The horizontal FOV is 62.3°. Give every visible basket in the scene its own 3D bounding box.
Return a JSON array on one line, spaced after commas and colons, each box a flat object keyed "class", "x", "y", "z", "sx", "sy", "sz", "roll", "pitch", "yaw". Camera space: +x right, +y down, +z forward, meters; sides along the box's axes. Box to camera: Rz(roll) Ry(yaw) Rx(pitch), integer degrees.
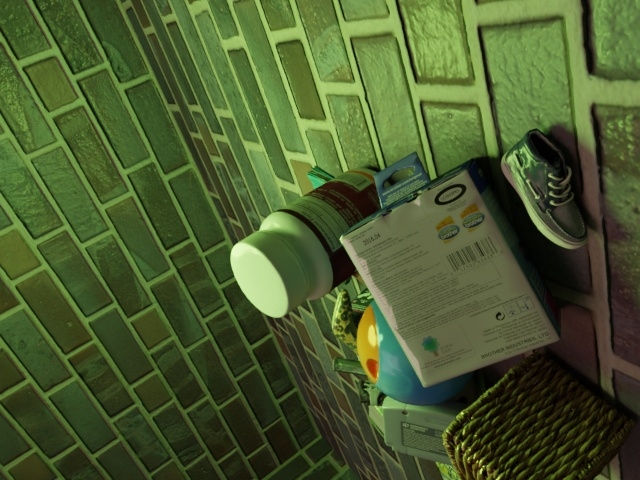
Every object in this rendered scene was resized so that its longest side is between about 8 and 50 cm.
[{"class": "basket", "x": 0.414, "y": 0.410, "z": 1.044, "sx": 0.223, "sy": 0.299, "sz": 0.213, "roll": 40, "pitch": 154, "yaw": 37}]

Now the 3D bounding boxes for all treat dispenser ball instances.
[{"class": "treat dispenser ball", "x": 0.229, "y": 0.240, "z": 1.248, "sx": 0.288, "sy": 0.288, "sz": 0.288, "roll": 48, "pitch": 157, "yaw": 28}]

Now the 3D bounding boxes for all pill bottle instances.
[{"class": "pill bottle", "x": 0.000, "y": 0.000, "z": 1.245, "sx": 0.224, "sy": 0.392, "sz": 0.224, "roll": 31, "pitch": 138, "yaw": 32}]

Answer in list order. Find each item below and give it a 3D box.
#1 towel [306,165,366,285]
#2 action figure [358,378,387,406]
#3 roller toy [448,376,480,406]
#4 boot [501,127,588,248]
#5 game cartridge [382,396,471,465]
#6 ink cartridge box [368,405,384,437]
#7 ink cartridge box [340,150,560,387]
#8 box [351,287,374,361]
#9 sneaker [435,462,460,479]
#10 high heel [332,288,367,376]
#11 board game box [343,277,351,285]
[{"class": "towel", "x": 0.078, "y": -0.023, "z": 1.599, "sx": 0.271, "sy": 0.040, "sz": 0.370, "roll": 38, "pitch": 151, "yaw": 47}, {"class": "action figure", "x": 0.263, "y": 0.470, "z": 1.595, "sx": 0.185, "sy": 0.285, "sz": 0.099, "roll": 9, "pitch": -99, "yaw": -70}, {"class": "roller toy", "x": 0.321, "y": 0.412, "z": 1.412, "sx": 0.191, "sy": 0.209, "sz": 0.146, "roll": -2, "pitch": 121, "yaw": 39}, {"class": "boot", "x": 0.357, "y": -0.078, "z": 0.815, "sx": 0.190, "sy": 0.069, "sz": 0.086, "roll": 56, "pitch": 163, "yaw": 14}, {"class": "game cartridge", "x": 0.303, "y": 0.473, "z": 1.306, "sx": 0.297, "sy": 0.062, "sz": 0.198, "roll": 7, "pitch": 122, "yaw": 21}, {"class": "ink cartridge box", "x": 0.272, "y": 0.761, "z": 2.229, "sx": 0.171, "sy": 0.056, "sz": 0.235, "roll": 45, "pitch": 159, "yaw": 35}, {"class": "ink cartridge box", "x": 0.226, "y": 0.034, "z": 0.981, "sx": 0.270, "sy": 0.151, "sz": 0.395, "roll": -29, "pitch": 94, "yaw": 26}, {"class": "box", "x": 0.187, "y": 0.288, "z": 1.581, "sx": 0.163, "sy": 0.142, "sz": 0.247, "roll": 6, "pitch": 125, "yaw": 48}, {"class": "sneaker", "x": 0.432, "y": 0.668, "z": 1.594, "sx": 0.147, "sy": 0.145, "sz": 0.384, "roll": 56, "pitch": 158, "yaw": 7}, {"class": "high heel", "x": 0.129, "y": 0.259, "z": 1.459, "sx": 0.186, "sy": 0.093, "sz": 0.261, "roll": 5, "pitch": 109, "yaw": 16}, {"class": "board game box", "x": 0.059, "y": 0.058, "z": 1.678, "sx": 0.126, "sy": 0.026, "sz": 0.186, "roll": 51, "pitch": 160, "yaw": 19}]
